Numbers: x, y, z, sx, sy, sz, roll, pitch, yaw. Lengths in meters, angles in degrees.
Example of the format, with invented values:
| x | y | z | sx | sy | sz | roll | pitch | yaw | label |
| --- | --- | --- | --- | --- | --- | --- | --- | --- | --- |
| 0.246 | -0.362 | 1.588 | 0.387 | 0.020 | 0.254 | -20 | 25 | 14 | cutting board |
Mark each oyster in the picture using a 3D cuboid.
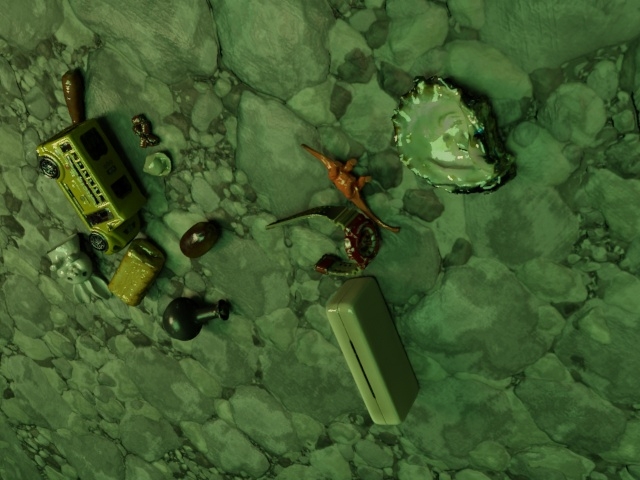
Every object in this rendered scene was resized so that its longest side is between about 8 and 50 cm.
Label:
| x | y | z | sx | sy | sz | roll | pitch | yaw | label |
| --- | --- | --- | --- | --- | --- | --- | --- | --- | --- |
| 0.254 | -0.190 | 1.353 | 0.259 | 0.092 | 0.198 | 38 | 131 | 17 | oyster |

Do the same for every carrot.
| x | y | z | sx | sy | sz | roll | pitch | yaw | label |
| --- | --- | --- | --- | --- | --- | --- | --- | --- | --- |
| -0.617 | -0.328 | 1.809 | 0.048 | 0.048 | 0.216 | 20 | 131 | 19 | carrot |

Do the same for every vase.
| x | y | z | sx | sy | sz | roll | pitch | yaw | label |
| --- | --- | --- | --- | --- | --- | --- | --- | --- | --- |
| -0.331 | 0.203 | 1.925 | 0.182 | 0.120 | 0.120 | -13 | 111 | 21 | vase |

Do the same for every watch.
| x | y | z | sx | sy | sz | roll | pitch | yaw | label |
| --- | --- | --- | --- | --- | --- | --- | --- | --- | --- |
| 0.007 | 0.004 | 1.617 | 0.268 | 0.102 | 0.165 | -10 | 115 | 45 | watch |

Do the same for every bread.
| x | y | z | sx | sy | sz | roll | pitch | yaw | label |
| --- | --- | --- | --- | --- | --- | --- | --- | --- | --- |
| -0.505 | 0.087 | 1.966 | 0.114 | 0.083 | 0.211 | 39 | 130 | -3 | bread |

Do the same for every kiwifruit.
| x | y | z | sx | sy | sz | roll | pitch | yaw | label |
| --- | --- | --- | --- | --- | --- | --- | --- | --- | --- |
| -0.307 | -0.001 | 1.804 | 0.075 | 0.075 | 0.124 | 48 | 125 | -3 | kiwifruit |

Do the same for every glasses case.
| x | y | z | sx | sy | sz | roll | pitch | yaw | label |
| --- | --- | --- | --- | --- | --- | --- | --- | --- | --- |
| 0.125 | 0.258 | 1.663 | 0.076 | 0.144 | 0.337 | -10 | 111 | 33 | glasses case |

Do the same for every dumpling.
| x | y | z | sx | sy | sz | roll | pitch | yaw | label |
| --- | --- | --- | --- | --- | --- | --- | --- | --- | --- |
| -0.402 | -0.189 | 1.769 | 0.076 | 0.057 | 0.052 | -57 | 43 | 15 | dumpling |

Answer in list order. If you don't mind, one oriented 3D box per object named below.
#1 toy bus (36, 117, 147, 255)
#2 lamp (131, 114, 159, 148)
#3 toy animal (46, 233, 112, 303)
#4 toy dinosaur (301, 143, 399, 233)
| x | y | z | sx | sy | sz | roll | pitch | yaw | label |
| --- | --- | --- | --- | --- | --- | --- | --- | --- | --- |
| -0.557 | -0.131 | 1.810 | 0.151 | 0.145 | 0.331 | -15 | 115 | 31 | toy bus |
| -0.431 | -0.266 | 1.743 | 0.063 | 0.031 | 0.083 | -8 | 109 | 33 | lamp |
| -0.694 | 0.103 | 2.063 | 0.103 | 0.131 | 0.221 | -28 | 108 | -4 | toy animal |
| 0.071 | -0.116 | 1.522 | 0.279 | 0.055 | 0.101 | 45 | 157 | 1 | toy dinosaur |
